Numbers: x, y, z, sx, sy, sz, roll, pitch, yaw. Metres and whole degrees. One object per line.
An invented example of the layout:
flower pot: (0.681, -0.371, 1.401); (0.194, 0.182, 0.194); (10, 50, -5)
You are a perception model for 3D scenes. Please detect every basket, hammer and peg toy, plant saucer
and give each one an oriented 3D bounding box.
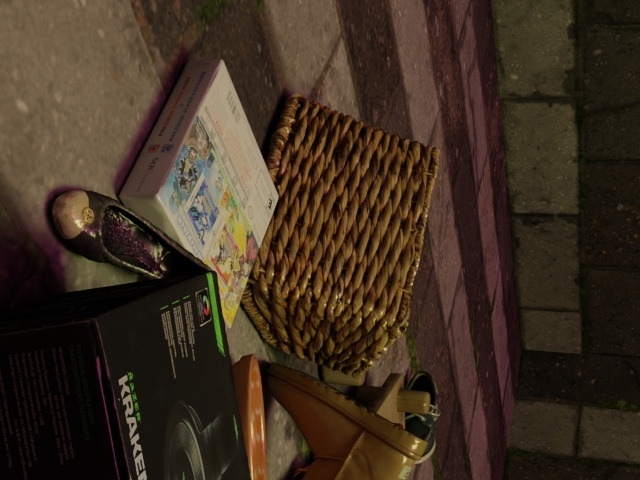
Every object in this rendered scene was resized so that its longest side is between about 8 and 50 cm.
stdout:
basket: (0.000, 0.000, 1.149); (0.213, 0.223, 0.299); (123, -16, -58)
hammer and peg toy: (0.095, 0.317, 1.393); (0.266, 0.127, 0.361); (-34, 124, -66)
plant saucer: (-0.082, 0.223, 0.946); (0.200, 0.037, 0.200); (-3, 90, -90)

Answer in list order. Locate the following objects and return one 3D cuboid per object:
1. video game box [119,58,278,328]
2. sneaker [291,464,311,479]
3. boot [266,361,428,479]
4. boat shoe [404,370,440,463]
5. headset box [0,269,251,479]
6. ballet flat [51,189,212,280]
video game box: (-0.112, -0.044, 0.895); (0.205, 0.048, 0.187); (70, 28, -46)
sneaker: (-0.014, 0.342, 1.186); (0.215, 0.084, 0.083); (8, 60, -68)
boot: (-0.028, 0.305, 1.043); (0.269, 0.236, 0.089); (-60, 148, -7)
boat shoe: (0.184, 0.335, 1.694); (0.254, 0.095, 0.079); (-48, 138, -63)
headset box: (-0.139, 0.159, 0.594); (0.283, 0.131, 0.246); (-23, 104, -83)
ballet flat: (-0.155, 0.000, 0.749); (0.173, 0.049, 0.057); (33, 61, -50)
